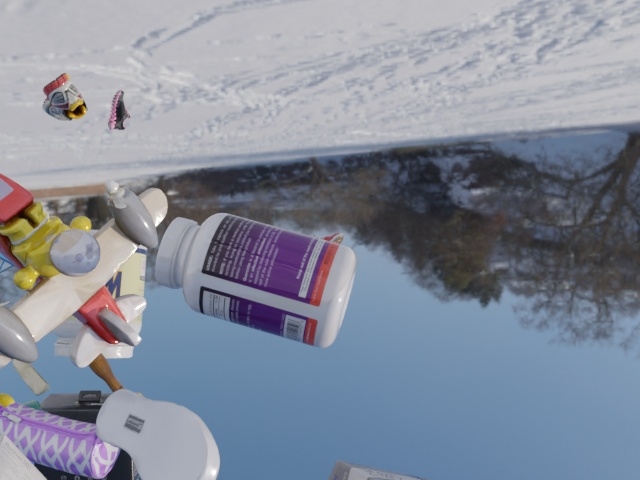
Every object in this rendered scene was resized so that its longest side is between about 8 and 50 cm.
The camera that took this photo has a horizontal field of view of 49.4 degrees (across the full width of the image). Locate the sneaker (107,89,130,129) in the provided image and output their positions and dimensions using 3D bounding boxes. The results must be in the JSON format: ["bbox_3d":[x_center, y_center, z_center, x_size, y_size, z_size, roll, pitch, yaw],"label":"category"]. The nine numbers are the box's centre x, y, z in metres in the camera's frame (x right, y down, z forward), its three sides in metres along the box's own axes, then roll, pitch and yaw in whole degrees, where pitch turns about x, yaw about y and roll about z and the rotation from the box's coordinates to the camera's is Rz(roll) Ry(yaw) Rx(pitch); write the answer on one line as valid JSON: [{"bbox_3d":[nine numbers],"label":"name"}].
[{"bbox_3d":[-0.578,-0.375,2.014,0.057,0.119,0.047,8,-166,-27],"label":"sneaker"}]

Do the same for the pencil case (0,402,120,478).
[{"bbox_3d":[-0.419,0.311,1.098,0.206,0.088,0.086,9,-146,13],"label":"pencil case"}]

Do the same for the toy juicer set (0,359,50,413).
[{"bbox_3d":[-0.600,0.361,1.390,0.089,0.329,0.209,20,-163,-37],"label":"toy juicer set"}]

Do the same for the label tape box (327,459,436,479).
[{"bbox_3d":[0.143,0.501,1.329,0.240,0.106,0.333,18,169,-21],"label":"label tape box"}]

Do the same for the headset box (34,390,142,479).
[{"bbox_3d":[-0.578,0.520,1.747,0.246,0.283,0.131,-1,-174,-1],"label":"headset box"}]

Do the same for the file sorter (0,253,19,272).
[{"bbox_3d":[-0.724,0.001,1.577,0.104,0.118,0.170,-20,134,38],"label":"file sorter"}]

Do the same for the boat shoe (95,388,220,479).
[{"bbox_3d":[-0.209,0.286,0.967,0.102,0.108,0.301,36,158,-34],"label":"boat shoe"}]

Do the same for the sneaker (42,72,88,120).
[{"bbox_3d":[-0.629,-0.330,1.718,0.088,0.093,0.225,-41,-172,-15],"label":"sneaker"}]

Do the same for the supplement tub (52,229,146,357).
[{"bbox_3d":[-0.590,0.144,1.851,0.235,0.325,0.235,2,173,0],"label":"supplement tub"}]

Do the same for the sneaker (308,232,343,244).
[{"bbox_3d":[0.000,0.000,1.599,0.042,0.067,0.118,-3,149,-50],"label":"sneaker"}]

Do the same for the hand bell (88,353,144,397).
[{"bbox_3d":[-0.458,0.331,1.569,0.126,0.242,0.126,-33,-172,5],"label":"hand bell"}]

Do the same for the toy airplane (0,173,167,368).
[{"bbox_3d":[-0.472,0.062,1.311,0.384,0.386,0.272,6,165,-32],"label":"toy airplane"}]

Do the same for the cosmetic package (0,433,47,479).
[{"bbox_3d":[-0.264,0.306,0.660,0.060,0.239,0.099,-25,-155,7],"label":"cosmetic package"}]

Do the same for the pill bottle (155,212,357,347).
[{"bbox_3d":[-0.109,0.060,1.199,0.322,0.182,0.181,16,-173,6],"label":"pill bottle"}]
